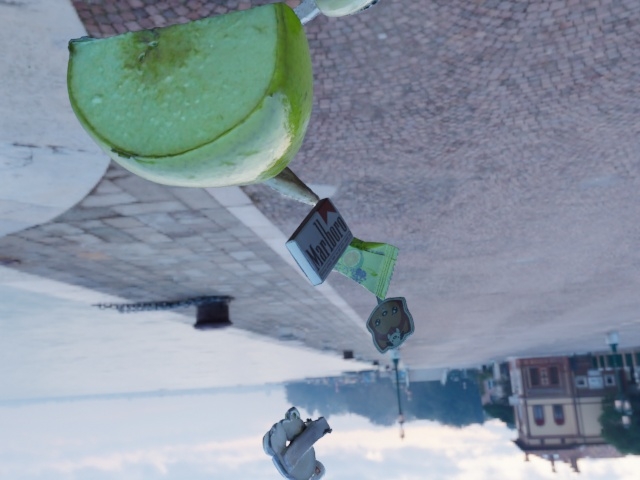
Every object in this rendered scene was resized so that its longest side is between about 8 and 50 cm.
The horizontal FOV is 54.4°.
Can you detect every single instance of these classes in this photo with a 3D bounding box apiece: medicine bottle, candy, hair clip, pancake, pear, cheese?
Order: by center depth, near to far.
[{"bbox_3d":[0.015,-0.375,0.940,0.054,0.127,0.251,13,162,-34],"label":"cheese"},{"bbox_3d":[-0.159,-0.184,0.952,0.342,0.239,0.318,-5,172,15],"label":"pear"},{"bbox_3d":[-0.038,0.354,1.078,0.049,0.116,0.172,-31,176,26],"label":"hair clip"},{"bbox_3d":[-0.029,0.581,1.524,0.057,0.057,0.089,-11,-173,29],"label":"medicine bottle"},{"bbox_3d":[0.078,0.037,1.584,0.246,0.149,0.069,24,-158,22],"label":"candy"},{"bbox_3d":[-0.136,-0.200,1.894,0.065,0.356,0.356,-52,152,9],"label":"pancake"}]

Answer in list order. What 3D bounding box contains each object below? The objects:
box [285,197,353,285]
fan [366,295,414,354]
[{"bbox_3d":[0.000,0.000,1.319,0.035,0.115,0.177,-20,-159,37],"label":"box"},{"bbox_3d":[0.163,0.180,1.599,0.132,0.220,0.009,-38,138,21],"label":"fan"}]
